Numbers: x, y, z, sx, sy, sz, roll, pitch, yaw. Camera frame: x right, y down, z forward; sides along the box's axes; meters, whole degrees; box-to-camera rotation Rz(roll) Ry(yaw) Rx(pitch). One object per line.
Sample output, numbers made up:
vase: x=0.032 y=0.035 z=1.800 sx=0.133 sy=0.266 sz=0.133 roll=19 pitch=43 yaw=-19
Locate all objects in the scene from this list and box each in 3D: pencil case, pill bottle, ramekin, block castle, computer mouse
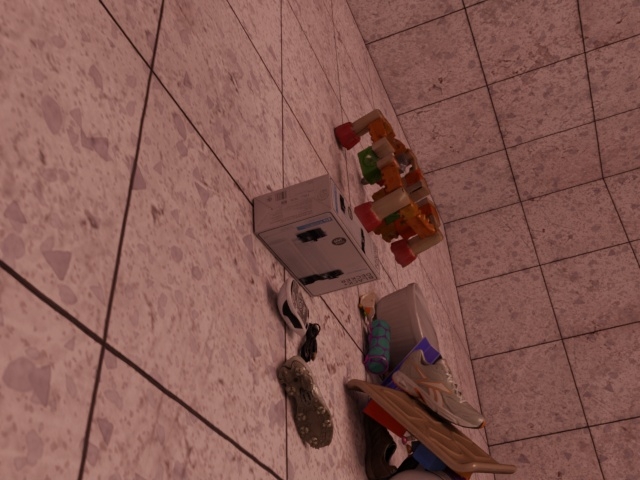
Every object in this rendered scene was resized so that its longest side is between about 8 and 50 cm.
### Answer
pencil case: x=0.150 y=0.280 z=1.863 sx=0.070 sy=0.064 sz=0.151 roll=27 pitch=33 yaw=-13
pill bottle: x=0.236 y=0.600 z=1.620 sx=0.323 sy=0.182 sz=0.181 roll=11 pitch=64 yaw=-72
ramekin: x=0.257 y=0.268 z=2.079 sx=0.273 sy=0.127 sz=0.272 roll=-16 pitch=90 yaw=-74
block castle: x=0.193 y=-0.160 z=2.204 sx=0.303 sy=0.213 sz=0.453 roll=42 pitch=27 yaw=-41
computer mouse: x=-0.048 y=0.148 z=1.372 sx=0.106 sy=0.042 sz=0.193 roll=-81 pitch=156 yaw=-48

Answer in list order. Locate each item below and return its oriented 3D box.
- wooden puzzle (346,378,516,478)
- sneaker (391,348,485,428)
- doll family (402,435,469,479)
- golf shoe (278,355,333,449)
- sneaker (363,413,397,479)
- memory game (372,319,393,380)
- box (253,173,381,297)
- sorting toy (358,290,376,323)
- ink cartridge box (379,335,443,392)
wooden puzzle: x=0.249 y=0.450 z=1.630 sx=0.348 sy=0.080 sz=0.322 roll=31 pitch=1 yaw=36
sneaker: x=0.305 y=0.364 z=1.750 sx=0.262 sy=0.121 sz=0.099 roll=31 pitch=2 yaw=30
doll family: x=0.330 y=0.607 z=1.961 sx=0.118 sy=0.163 sz=0.262 roll=41 pitch=35 yaw=-62
golf shoe: x=-0.017 y=0.290 z=1.288 sx=0.086 sy=0.069 sz=0.176 roll=-59 pitch=132 yaw=-77
sneaker: x=0.145 y=0.469 z=1.640 sx=0.188 sy=0.071 sz=0.066 roll=-88 pitch=156 yaw=-47
memory game: x=0.176 y=0.316 z=2.010 sx=0.186 sy=0.012 sz=0.186 roll=-16 pitch=90 yaw=-75
box: x=0.000 y=0.000 z=1.444 sx=0.290 sy=0.169 sz=0.087 roll=54 pitch=25 yaw=-52
sorting toy: x=0.136 y=0.194 z=1.950 sx=0.083 sy=0.045 sz=0.075 roll=-75 pitch=153 yaw=-62
ink cartridge box: x=0.256 y=0.389 z=1.907 sx=0.045 sy=0.206 sz=0.208 roll=34 pitch=-15 yaw=42
